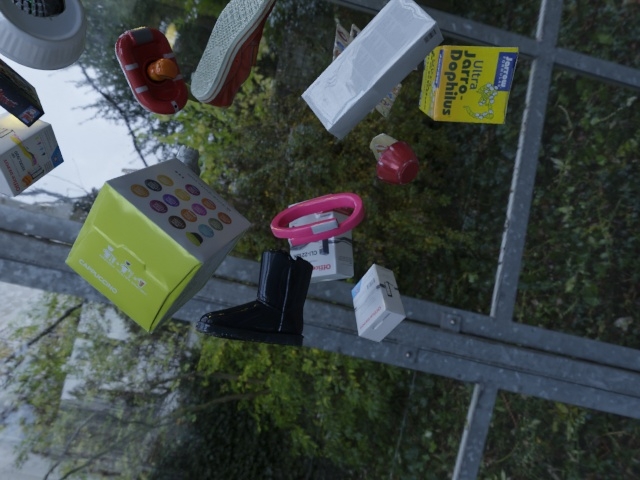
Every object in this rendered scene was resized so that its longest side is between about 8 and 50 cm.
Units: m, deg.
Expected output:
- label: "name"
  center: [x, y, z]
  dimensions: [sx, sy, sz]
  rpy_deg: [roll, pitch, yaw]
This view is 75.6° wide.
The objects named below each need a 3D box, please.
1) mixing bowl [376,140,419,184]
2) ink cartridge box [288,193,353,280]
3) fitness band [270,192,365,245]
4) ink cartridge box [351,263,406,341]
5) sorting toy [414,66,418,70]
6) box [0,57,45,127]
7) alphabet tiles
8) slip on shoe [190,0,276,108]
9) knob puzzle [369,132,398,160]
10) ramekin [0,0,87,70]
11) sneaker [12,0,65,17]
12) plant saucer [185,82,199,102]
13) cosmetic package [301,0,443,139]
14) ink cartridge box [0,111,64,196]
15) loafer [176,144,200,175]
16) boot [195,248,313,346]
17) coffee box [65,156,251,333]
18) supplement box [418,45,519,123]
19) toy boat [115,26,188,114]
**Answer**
- label: "mixing bowl"
  center: [0.320, -0.286, 1.623]
  dimensions: [0.098, 0.181, 0.181]
  rpy_deg: [48, 133, 41]
- label: "ink cartridge box"
  center: [0.000, 0.000, 1.427]
  dimensions: [0.114, 0.197, 0.273]
  rpy_deg: [12, -109, -52]
- label: "fitness band"
  center: [-0.009, -0.068, 1.254]
  dimensions: [0.209, 0.290, 0.054]
  rpy_deg: [-75, -30, -60]
- label: "ink cartridge box"
  center: [0.184, 0.203, 1.347]
  dimensions: [0.148, 0.086, 0.203]
  rpy_deg: [-54, 26, 32]
- label: "sorting toy"
  center: [0.331, -0.676, 1.566]
  dimensions: [0.012, 0.083, 0.062]
  rpy_deg: [-46, -40, -15]
- label: "box"
  center: [-0.633, -0.330, 0.753]
  dimensions: [0.044, 0.159, 0.233]
  rpy_deg: [-42, -39, -3]
- label: "alphabet tiles"
  center: [0.148, -0.562, 1.394]
  dimensions: [0.011, 0.285, 0.342]
  rpy_deg: [-43, -4, -7]
- label: "slip on shoe"
  center: [-0.200, -0.478, 1.015]
  dimensions: [0.101, 0.123, 0.331]
  rpy_deg: [22, -83, -59]
- label: "knob puzzle"
  center: [0.317, -0.430, 1.911]
  dimensions: [0.030, 0.213, 0.213]
  rpy_deg: [-61, -1, -19]
- label: "ramekin"
  center: [-0.790, -0.627, 1.144]
  dimensions: [0.127, 0.273, 0.273]
  rpy_deg: [-9, 62, 46]
- label: "sneaker"
  center: [-0.632, -0.630, 0.927]
  dimensions: [0.134, 0.146, 0.344]
  rpy_deg: [-50, 62, 42]
- label: "plant saucer"
  center: [-0.520, -0.540, 1.398]
  dimensions: [0.037, 0.241, 0.241]
  rpy_deg: [-62, 8, 14]
- label: "cosmetic package"
  center: [0.086, -0.299, 0.722]
  dimensions: [0.239, 0.099, 0.060]
  rpy_deg: [-41, -22, 20]
- label: "ink cartridge box"
  center: [-1.047, -0.298, 1.402]
  dimensions: [0.171, 0.168, 0.233]
  rpy_deg: [105, -172, -47]
- label: "loafer"
  center: [-0.577, -0.299, 1.772]
  dimensions: [0.319, 0.112, 0.111]
  rpy_deg: [139, 146, -71]
- label: "boot"
  center: [-0.138, 0.119, 0.916]
  dimensions: [0.094, 0.246, 0.207]
  rpy_deg: [149, 129, -61]
- label: "coffee box"
  center: [-0.489, 0.005, 1.284]
  dimensions: [0.338, 0.337, 0.334]
  rpy_deg: [-48, 3, 26]
- label: "supplement box"
  center: [0.422, -0.475, 1.243]
  dimensions: [0.356, 0.195, 0.194]
  rpy_deg: [-77, -10, -67]
- label: "toy boat"
  center: [-0.448, -0.467, 1.145]
  dimensions: [0.151, 0.151, 0.231]
  rpy_deg: [-37, -54, -31]
